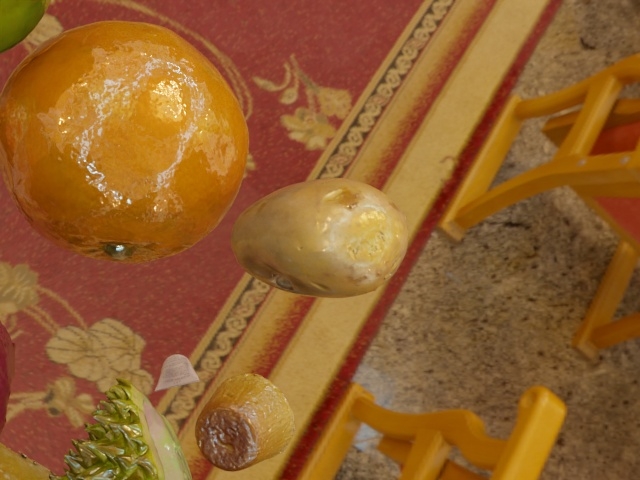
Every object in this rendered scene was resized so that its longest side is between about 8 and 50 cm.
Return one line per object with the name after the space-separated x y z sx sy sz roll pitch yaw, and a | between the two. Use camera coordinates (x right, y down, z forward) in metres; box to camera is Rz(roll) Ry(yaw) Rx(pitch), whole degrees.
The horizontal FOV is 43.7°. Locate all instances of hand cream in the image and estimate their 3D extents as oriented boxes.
-0.279 0.261 1.551 0.084 0.142 0.053 -13 105 -8 | hand cream

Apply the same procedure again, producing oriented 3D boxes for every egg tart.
-0.172 0.395 1.681 0.147 0.203 0.202 -27 97 -66 | egg tart

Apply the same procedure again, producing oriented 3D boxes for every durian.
-0.133 0.269 0.690 0.169 0.158 0.351 12 44 -51 | durian

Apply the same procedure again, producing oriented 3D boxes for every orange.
-0.244 -0.118 1.002 0.312 0.312 0.312 4 81 -27 | orange

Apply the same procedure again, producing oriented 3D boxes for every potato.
0.000 0.000 0.917 0.146 0.234 0.150 -39 113 -31 | potato

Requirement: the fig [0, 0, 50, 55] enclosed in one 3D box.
-0.450 -0.297 0.849 0.326 0.258 0.258 -30 97 -16 | fig

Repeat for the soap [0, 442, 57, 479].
-0.475 0.421 1.082 0.339 0.304 0.169 40 99 -20 | soap

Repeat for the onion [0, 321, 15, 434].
-0.495 0.109 0.688 0.399 0.420 0.398 1 65 -3 | onion
